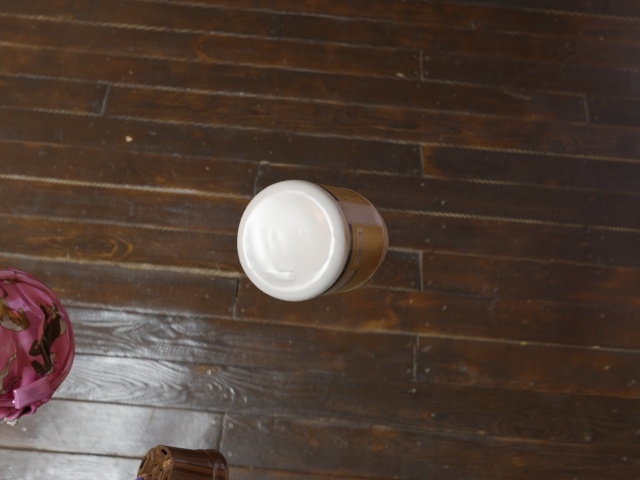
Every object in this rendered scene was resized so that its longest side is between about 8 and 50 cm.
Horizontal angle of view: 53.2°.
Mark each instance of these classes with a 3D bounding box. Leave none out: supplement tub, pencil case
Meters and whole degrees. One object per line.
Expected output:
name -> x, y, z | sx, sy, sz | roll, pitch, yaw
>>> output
supplement tub -> 0.000, 0.000, 0.829 | 0.144, 0.199, 0.144 | 0, 90, 24
pencil case -> -0.480, 0.151, 0.798 | 0.386, 0.160, 0.167 | -15, 45, 33

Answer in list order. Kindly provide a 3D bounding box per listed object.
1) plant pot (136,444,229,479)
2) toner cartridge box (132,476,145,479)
plant pot -> -0.336, 0.567, 1.529 | 0.167, 0.165, 0.167 | -23, 51, 31
toner cartridge box -> -0.430, 0.452, 0.920 | 0.347, 0.165, 0.075 | -11, 68, -35
